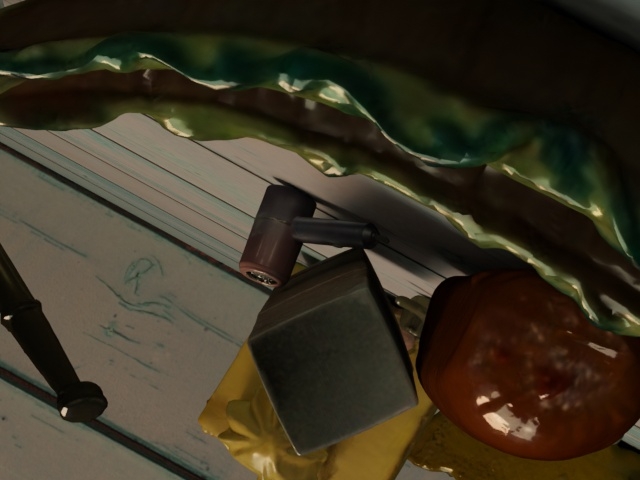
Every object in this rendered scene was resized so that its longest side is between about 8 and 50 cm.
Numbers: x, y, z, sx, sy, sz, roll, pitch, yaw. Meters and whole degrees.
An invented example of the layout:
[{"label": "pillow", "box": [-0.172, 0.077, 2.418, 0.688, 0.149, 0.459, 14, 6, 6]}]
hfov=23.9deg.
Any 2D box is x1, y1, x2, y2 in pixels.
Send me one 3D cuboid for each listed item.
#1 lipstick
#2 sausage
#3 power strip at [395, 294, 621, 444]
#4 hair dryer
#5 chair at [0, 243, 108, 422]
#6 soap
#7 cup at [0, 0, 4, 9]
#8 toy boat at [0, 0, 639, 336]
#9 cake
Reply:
[{"label": "lipstick", "box": [0.010, 0.060, 0.988, 0.371, 0.080, 0.076, -62, -52, -86]}, {"label": "sausage", "box": [0.103, 0.066, 0.831, 0.097, 0.094, 0.348, 33, 176, 1]}, {"label": "power strip", "box": [0.160, 0.108, 1.323, 0.268, 0.034, 0.092, 31, 175, -31]}, {"label": "hair dryer", "box": [0.000, 0.000, 1.003, 0.114, 0.063, 0.037, 5, 158, 40]}, {"label": "chair", "box": [-0.412, 0.006, 0.939, 0.362, 0.364, 0.410, 16, -139, -39]}, {"label": "soap", "box": [0.297, 0.297, 1.785, 0.339, 0.169, 0.304, 29, 176, -18]}, {"label": "cup", "box": [-0.231, -0.129, 0.820, 0.099, 0.136, 0.133, -15, -170, -17]}, {"label": "toy boat", "box": [0.030, -0.016, 0.376, 0.293, 0.099, 0.108, 22, 176, -3]}, {"label": "cake", "box": [0.015, 0.162, 1.603, 0.222, 0.227, 0.286, 29, 175, 3]}]
